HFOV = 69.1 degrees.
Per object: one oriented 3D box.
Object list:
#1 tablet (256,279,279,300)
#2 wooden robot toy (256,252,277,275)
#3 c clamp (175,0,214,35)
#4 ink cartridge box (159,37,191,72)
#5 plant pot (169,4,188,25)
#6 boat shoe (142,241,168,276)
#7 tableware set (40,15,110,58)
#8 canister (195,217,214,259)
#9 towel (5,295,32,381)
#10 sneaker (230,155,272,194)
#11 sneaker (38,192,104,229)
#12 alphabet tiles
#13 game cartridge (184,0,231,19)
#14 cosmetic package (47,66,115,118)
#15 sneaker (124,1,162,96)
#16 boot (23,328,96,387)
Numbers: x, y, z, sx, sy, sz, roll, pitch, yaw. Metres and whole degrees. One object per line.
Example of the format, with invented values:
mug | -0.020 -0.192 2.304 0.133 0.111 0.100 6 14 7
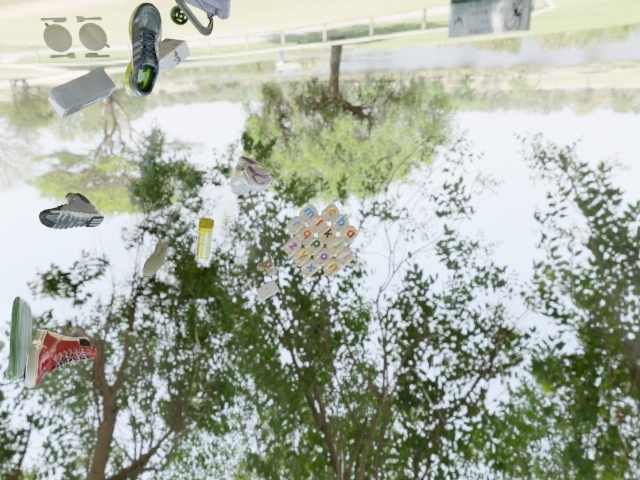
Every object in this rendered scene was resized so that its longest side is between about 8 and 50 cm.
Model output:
tablet | -0.208 0.195 1.829 0.083 0.054 0.006 -31 158 -1
wooden robot toy | -0.237 0.120 2.027 0.079 0.076 0.173 -25 -157 0
c clamp | -0.328 -0.625 1.220 0.022 0.160 0.137 -13 -138 28
ink cartridge box | -0.595 -0.697 1.768 0.104 0.061 0.181 16 -127 23
plant pot | -0.635 -1.016 2.104 0.083 0.083 0.079 -4 -157 -10
boat shoe | -0.834 0.110 2.354 0.084 0.079 0.233 22 -142 -10
tableware set | -0.812 -0.676 1.547 0.194 0.128 0.039 -6 -152 -12
canister | -0.560 -0.008 2.250 0.073 0.170 0.126 7 -155 -11
towel | -0.966 0.316 1.495 0.038 0.247 0.325 2 168 -26
sneaker | -0.275 -0.224 1.791 0.114 0.152 0.305 24 -167 -25
sneaker | -0.880 -0.111 1.612 0.132 0.086 0.229 55 -159 17
alphabet tiles | 0.000 0.000 1.853 0.278 0.284 0.021 -42 172 9
game cartridge | -0.470 -0.970 1.657 0.355 0.230 0.068 29 -138 9
cosmetic package | -0.995 -0.618 1.942 0.238 0.107 0.127 -41 -163 -33
sneaker | -0.560 -0.607 1.510 0.111 0.300 0.121 -5 -152 -38
boot | -0.741 0.341 1.336 0.176 0.088 0.244 17 -168 -25
